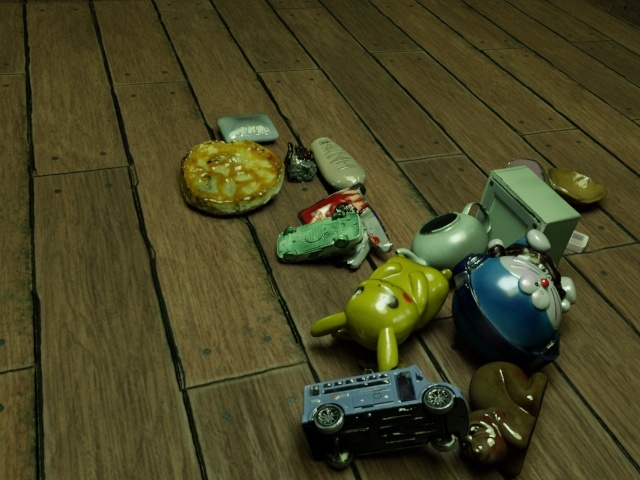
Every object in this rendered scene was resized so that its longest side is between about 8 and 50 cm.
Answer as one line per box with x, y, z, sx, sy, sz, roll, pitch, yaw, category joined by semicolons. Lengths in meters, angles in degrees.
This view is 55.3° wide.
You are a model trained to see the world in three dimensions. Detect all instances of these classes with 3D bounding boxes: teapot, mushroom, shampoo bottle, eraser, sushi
0.317;0.003;1.524;0.294;0.129;0.193;-34;18;-22;teapot
0.619;-0.155;1.819;0.117;0.141;0.188;32;37;-25;mushroom
0.058;-0.212;1.819;0.127;0.078;0.257;-11;43;-25;shampoo bottle
0.693;-0.007;1.720;0.105;0.026;0.065;24;45;17;eraser
-0.059;-0.229;1.806;0.094;0.098;0.084;1;43;-15;sushi

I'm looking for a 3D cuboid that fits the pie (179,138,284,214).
-0.256;-0.177;1.726;0.315;0.092;0.315;1;43;-1;pie

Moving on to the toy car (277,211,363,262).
0.000;0.000;1.533;0.224;0.076;0.090;-16;50;17;toy car

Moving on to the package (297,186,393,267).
0.074;-0.033;1.625;0.194;0.071;0.269;-18;40;-19;package

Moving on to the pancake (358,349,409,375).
0.108;0.287;1.282;0.184;0.020;0.190;-3;41;-11;pancake

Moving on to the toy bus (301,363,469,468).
0.117;0.313;1.122;0.292;0.125;0.133;-11;35;5;toy bus

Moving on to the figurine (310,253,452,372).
0.141;0.145;1.325;0.218;0.169;0.327;16;24;34;figurine

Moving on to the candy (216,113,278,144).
-0.233;-0.356;1.949;0.174;0.071;0.138;-10;43;-20;candy

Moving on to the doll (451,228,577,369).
0.423;0.134;1.353;0.284;0.240;0.310;47;36;3;doll

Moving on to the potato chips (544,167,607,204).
0.770;-0.156;1.871;0.195;0.061;0.208;26;35;11;potato chips

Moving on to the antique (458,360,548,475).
0.347;0.335;1.187;0.143;0.121;0.257;15;39;21;antique

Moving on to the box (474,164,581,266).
0.510;-0.034;1.567;0.118;0.225;0.225;-10;43;-20;box
